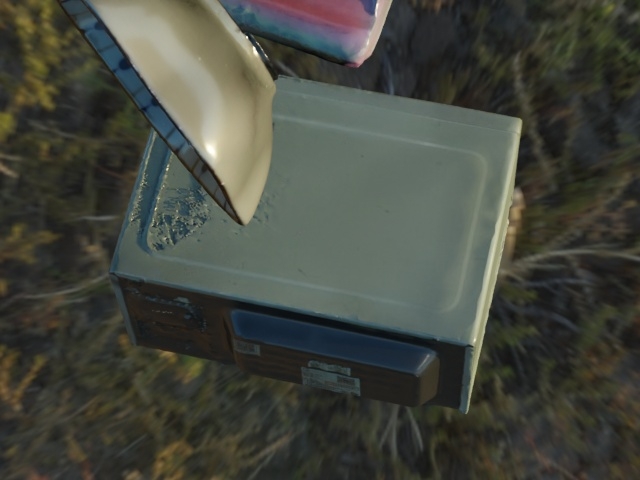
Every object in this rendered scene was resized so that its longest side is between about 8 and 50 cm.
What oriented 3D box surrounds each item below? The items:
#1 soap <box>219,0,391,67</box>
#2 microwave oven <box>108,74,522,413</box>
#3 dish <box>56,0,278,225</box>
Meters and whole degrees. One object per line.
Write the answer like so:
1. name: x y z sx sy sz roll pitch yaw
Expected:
1. soap: -0.101 -0.223 1.415 0.324 0.193 0.109 18 98 2
2. microwave oven: 0.000 0.000 1.634 0.295 0.181 0.237 11 66 6
3. dish: -0.076 -0.101 1.070 0.066 0.190 0.190 -38 89 -5
